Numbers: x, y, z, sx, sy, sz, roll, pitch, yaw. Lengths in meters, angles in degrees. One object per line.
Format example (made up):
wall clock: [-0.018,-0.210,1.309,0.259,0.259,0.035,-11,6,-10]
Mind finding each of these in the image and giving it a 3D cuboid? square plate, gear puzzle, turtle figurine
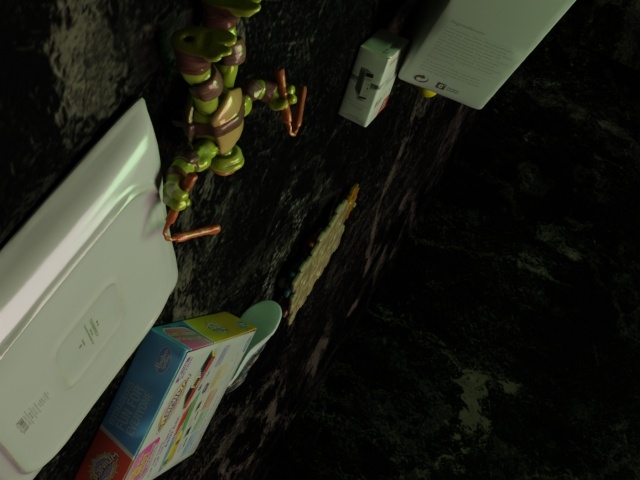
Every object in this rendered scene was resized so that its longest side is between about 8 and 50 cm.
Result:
square plate: [-0.243,0.084,0.886,0.344,0.049,0.347,-57,168,-27]
gear puzzle: [0.000,0.000,1.827,0.339,0.044,0.175,-58,167,-33]
turtle figurine: [-0.096,-0.143,0.908,0.269,0.087,0.217,-50,157,-35]

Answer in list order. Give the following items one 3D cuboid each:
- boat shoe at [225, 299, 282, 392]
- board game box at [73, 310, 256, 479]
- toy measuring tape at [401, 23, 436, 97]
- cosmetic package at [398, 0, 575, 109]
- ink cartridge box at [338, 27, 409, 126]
boat shoe: [-0.135,0.189,1.611,0.183,0.065,0.083,-52,168,-16]
board game box: [-0.216,0.232,1.325,0.242,0.064,0.316,-63,169,5]
toy measuring tape: [0.221,-0.416,1.716,0.121,0.121,0.330,85,17,-70]
cosmetic package: [0.283,-0.415,1.367,0.453,0.162,0.230,126,-17,-68]
ink cartridge box: [0.089,-0.274,1.507,0.099,0.056,0.135,-50,164,-51]
